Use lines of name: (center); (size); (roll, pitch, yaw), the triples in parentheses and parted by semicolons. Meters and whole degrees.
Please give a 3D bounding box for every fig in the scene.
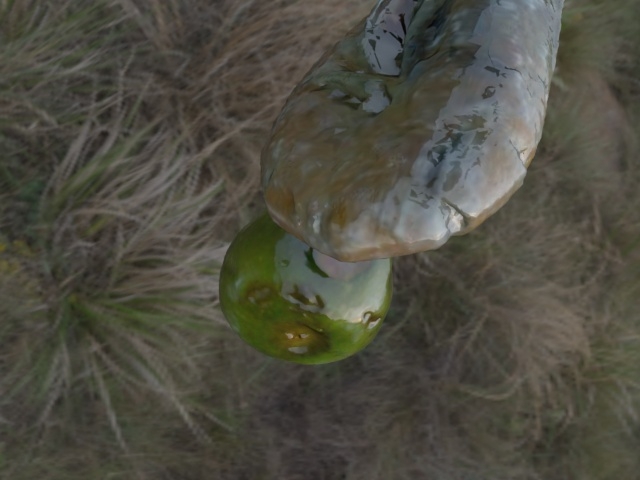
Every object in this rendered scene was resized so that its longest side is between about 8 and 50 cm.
fig: (0.000, 0.000, 1.302); (0.206, 0.206, 0.275); (37, 44, -27)

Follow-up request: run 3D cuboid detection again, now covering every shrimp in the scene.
shrimp: (0.090, -0.155, 0.905); (0.110, 0.221, 0.445); (61, 42, -41)
